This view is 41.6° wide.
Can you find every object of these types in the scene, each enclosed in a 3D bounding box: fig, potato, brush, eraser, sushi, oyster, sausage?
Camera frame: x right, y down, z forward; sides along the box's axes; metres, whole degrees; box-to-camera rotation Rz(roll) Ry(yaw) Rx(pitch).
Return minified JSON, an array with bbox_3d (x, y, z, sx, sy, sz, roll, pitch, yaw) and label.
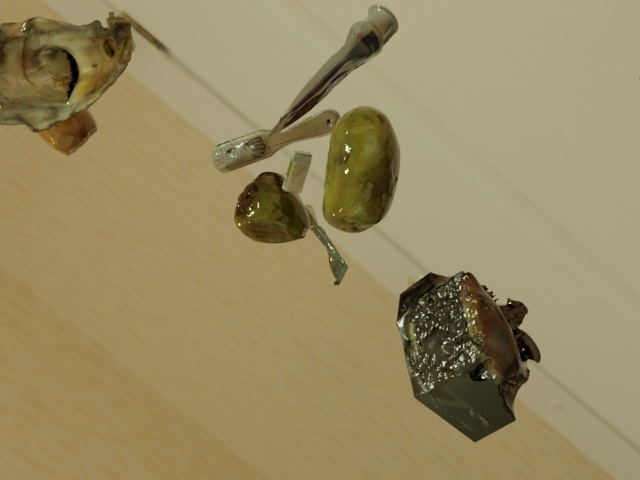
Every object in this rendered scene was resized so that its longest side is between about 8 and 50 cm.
[{"bbox_3d":[-0.102,-0.059,1.809,0.154,0.165,0.144,-41,-23,-42],"label":"fig"},{"bbox_3d":[0.080,-0.136,1.640,0.197,0.148,0.228,62,-145,-69],"label":"potato"},{"bbox_3d":[-0.108,-0.217,1.853,0.327,0.070,0.065,-16,10,24],"label":"brush"},{"bbox_3d":[-0.045,-0.133,1.628,0.019,0.038,0.083,-117,41,-56],"label":"eraser"},{"bbox_3d":[0.273,0.183,1.517,0.212,0.215,0.227,-41,21,32],"label":"sushi"},{"bbox_3d":[-0.498,-0.326,1.602,0.100,0.271,0.275,4,81,58],"label":"oyster"},{"bbox_3d":[-0.643,-0.349,1.852,0.134,0.354,0.116,-49,13,-34],"label":"sausage"}]

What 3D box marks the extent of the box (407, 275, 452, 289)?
[{"bbox_3d":[0.248,0.156,1.902,0.100,0.152,0.048,-1,-6,36],"label":"box"}]

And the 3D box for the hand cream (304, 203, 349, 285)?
[{"bbox_3d":[-0.001,0.000,2.135,0.052,0.248,0.075,-22,-34,-10],"label":"hand cream"}]

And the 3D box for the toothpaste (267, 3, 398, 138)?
[{"bbox_3d":[0.017,-0.250,1.258,0.266,0.061,0.096,-48,3,-21],"label":"toothpaste"}]
